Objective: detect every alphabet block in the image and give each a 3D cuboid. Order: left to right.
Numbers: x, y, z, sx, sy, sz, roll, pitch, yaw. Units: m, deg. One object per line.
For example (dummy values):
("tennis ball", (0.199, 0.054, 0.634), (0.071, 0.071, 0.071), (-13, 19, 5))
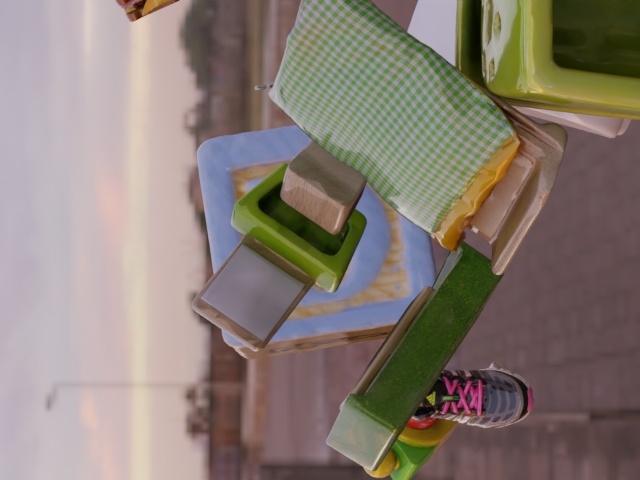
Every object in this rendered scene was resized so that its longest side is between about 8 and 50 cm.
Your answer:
("alphabet block", (0.000, 0.000, 1.690), (0.197, 0.194, 0.192), (79, -176, -84))

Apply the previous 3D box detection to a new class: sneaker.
("sneaker", (0.130, 0.158, 1.883), (0.075, 0.170, 0.063), (-3, -82, -60))

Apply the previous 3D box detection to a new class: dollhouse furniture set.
("dollhouse furniture set", (0.018, -0.003, 1.217), (0.151, 0.198, 0.301), (-53, -8, -24))

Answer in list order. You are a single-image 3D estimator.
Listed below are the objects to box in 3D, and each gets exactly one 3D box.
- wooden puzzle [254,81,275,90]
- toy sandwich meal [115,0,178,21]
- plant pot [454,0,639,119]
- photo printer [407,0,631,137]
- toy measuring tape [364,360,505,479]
("wooden puzzle", (-0.026, -0.158, 1.913), (0.049, 0.083, 0.006), (37, -131, -82))
("toy sandwich meal", (-0.105, -0.180, 1.313), (0.085, 0.086, 0.029), (-97, -10, -68))
("plant pot", (0.199, -0.180, 1.136), (0.207, 0.227, 0.228), (176, 98, -76))
("photo printer", (0.220, -0.266, 1.700), (0.256, 0.107, 0.307), (23, 94, 50))
("toy measuring tape", (0.131, 0.214, 2.437), (0.330, 0.121, 0.121), (-37, -44, -53))
